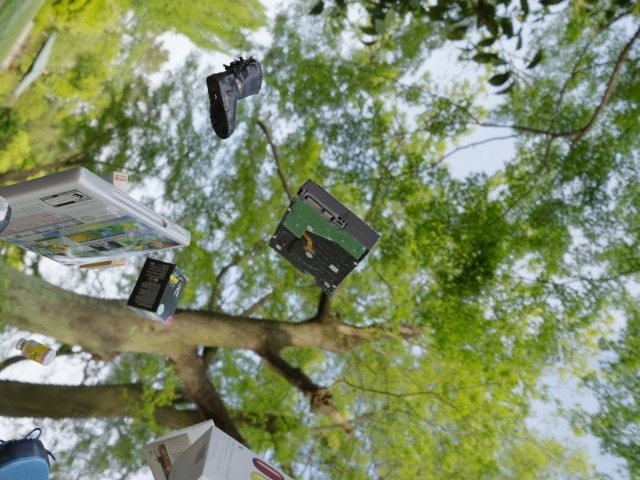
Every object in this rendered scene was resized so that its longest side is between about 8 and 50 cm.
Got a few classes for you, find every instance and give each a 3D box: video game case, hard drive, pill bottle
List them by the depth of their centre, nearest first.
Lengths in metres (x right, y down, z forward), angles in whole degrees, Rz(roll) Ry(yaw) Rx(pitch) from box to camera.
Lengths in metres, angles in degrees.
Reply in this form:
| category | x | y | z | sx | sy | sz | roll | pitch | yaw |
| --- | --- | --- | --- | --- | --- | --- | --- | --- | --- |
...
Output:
| category | x | y | z | sx | sy | sz | roll | pitch | yaw |
| --- | --- | --- | --- | --- | --- | --- | --- | --- | --- |
| video game case | -0.469 | -0.031 | 1.151 | 0.329 | 0.300 | 0.036 | -10 | -115 | 23 |
| pill bottle | -0.664 | 0.257 | 1.406 | 0.043 | 0.083 | 0.043 | 24 | 90 | -86 |
| hard drive | 0.000 | 0.000 | 1.614 | 0.064 | 0.237 | 0.339 | -50 | 177 | -29 |

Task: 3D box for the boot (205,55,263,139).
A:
| category | x | y | z | sx | sy | sz | roll | pitch | yaw |
| --- | --- | --- | --- | --- | --- | --- | --- | --- | --- |
| boot | -0.138 | -0.238 | 0.999 | 0.045 | 0.121 | 0.099 | 22 | -137 | 30 |

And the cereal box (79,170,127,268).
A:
| category | x | y | z | sx | sy | sz | roll | pitch | yaw |
| --- | --- | --- | --- | --- | --- | --- | --- | --- | --- |
| cereal box | -0.564 | -0.049 | 1.572 | 0.173 | 0.047 | 0.240 | -6 | -99 | 43 |

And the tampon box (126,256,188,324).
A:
| category | x | y | z | sx | sy | sz | roll | pitch | yaw |
| --- | --- | --- | --- | --- | --- | --- | --- | --- | --- |
| tampon box | -0.491 | 0.154 | 1.836 | 0.101 | 0.120 | 0.161 | 13 | -112 | 13 |

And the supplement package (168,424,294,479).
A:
| category | x | y | z | sx | sy | sz | roll | pitch | yaw |
| --- | --- | --- | --- | --- | --- | --- | --- | --- | --- |
| supplement package | -0.169 | 0.511 | 1.201 | 0.134 | 0.244 | 0.139 | -44 | -162 | 18 |

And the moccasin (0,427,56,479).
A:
| category | x | y | z | sx | sy | sz | roll | pitch | yaw |
| --- | --- | --- | --- | --- | --- | --- | --- | --- | --- |
| moccasin | -0.590 | 0.426 | 1.122 | 0.342 | 0.138 | 0.116 | -46 | -134 | 39 |

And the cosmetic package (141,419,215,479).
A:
| category | x | y | z | sx | sy | sz | roll | pitch | yaw |
| --- | --- | --- | --- | --- | --- | --- | --- | --- | --- |
| cosmetic package | -0.388 | 0.716 | 1.823 | 0.377 | 0.097 | 0.284 | -34 | -101 | 48 |

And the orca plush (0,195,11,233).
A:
| category | x | y | z | sx | sy | sz | roll | pitch | yaw |
| --- | --- | --- | --- | --- | --- | --- | --- | --- | --- |
| orca plush | -0.393 | -0.022 | 0.436 | 0.151 | 0.287 | 0.102 | 48 | -64 | 35 |
